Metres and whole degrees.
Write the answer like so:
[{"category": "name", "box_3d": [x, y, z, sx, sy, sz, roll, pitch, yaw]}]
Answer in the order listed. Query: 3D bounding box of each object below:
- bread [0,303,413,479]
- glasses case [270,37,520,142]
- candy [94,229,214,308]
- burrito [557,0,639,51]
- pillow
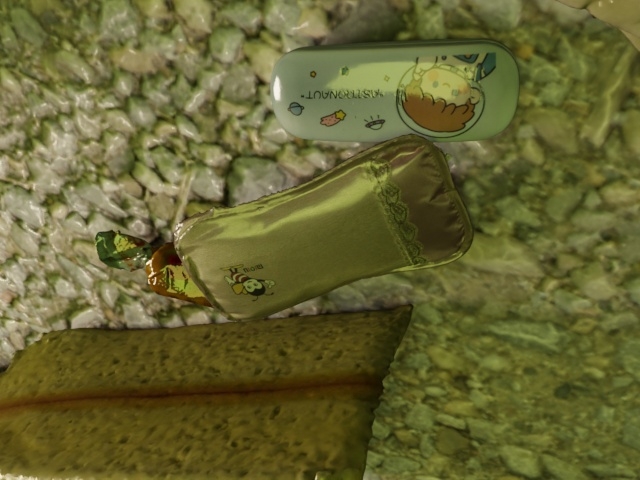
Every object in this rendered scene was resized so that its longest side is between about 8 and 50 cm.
[{"category": "bread", "box_3d": [-0.145, 0.134, 0.479, 0.361, 0.233, 0.245, 22, 118, 8]}, {"category": "glasses case", "box_3d": [0.050, -0.107, 0.416, 0.178, 0.045, 0.067, 3, 120, 15]}, {"category": "candy", "box_3d": [-0.116, 0.030, 0.529, 0.182, 0.046, 0.053, 16, 102, 0]}, {"category": "burrito", "box_3d": [0.111, -0.232, 0.298, 0.332, 0.135, 0.190, 30, 125, 7]}, {"category": "pillow", "box_3d": [0.000, 0.000, 0.456, 0.232, 0.038, 0.131, -19, 130, 14]}]
